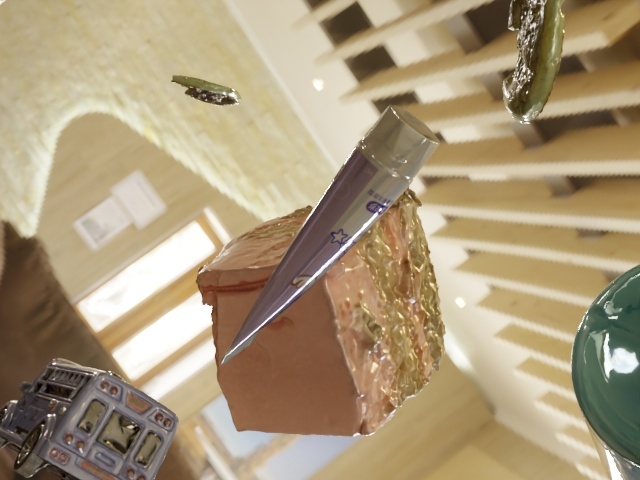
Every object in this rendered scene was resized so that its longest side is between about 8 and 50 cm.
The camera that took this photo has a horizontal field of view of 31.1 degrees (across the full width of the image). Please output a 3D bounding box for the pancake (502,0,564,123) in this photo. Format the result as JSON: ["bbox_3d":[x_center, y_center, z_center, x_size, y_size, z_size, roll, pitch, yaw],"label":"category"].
[{"bbox_3d":[0.269,-0.274,1.446,0.253,0.037,0.253,-173,-90,-87],"label":"pancake"}]

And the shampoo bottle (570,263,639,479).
[{"bbox_3d":[0.542,0.229,1.630,0.331,0.331,0.342,47,-4,35],"label":"shampoo bottle"}]

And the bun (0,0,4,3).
[{"bbox_3d":[-0.367,-0.270,0.992,0.237,0.210,0.116,29,-13,23],"label":"bun"}]

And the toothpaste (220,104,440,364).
[{"bbox_3d":[0.000,0.000,1.394,0.080,0.371,0.125,41,18,5],"label":"toothpaste"}]

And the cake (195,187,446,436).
[{"bbox_3d":[0.007,0.115,1.739,0.293,0.307,0.314,-8,-72,33],"label":"cake"}]

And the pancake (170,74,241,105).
[{"bbox_3d":[-0.188,-0.248,1.903,0.116,0.022,0.129,13,-5,25],"label":"pancake"}]

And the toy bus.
[{"bbox_3d":[-0.256,0.200,1.212,0.125,0.133,0.292,35,-17,-19],"label":"toy bus"}]
